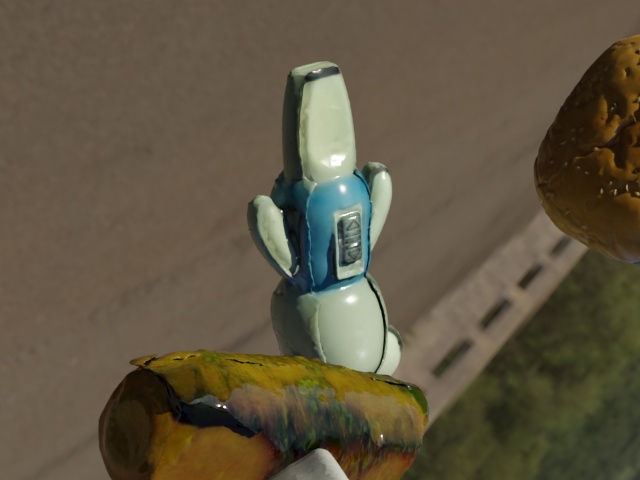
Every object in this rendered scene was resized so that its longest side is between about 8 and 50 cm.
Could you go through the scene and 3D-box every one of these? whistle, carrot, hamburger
[{"bbox_3d":[0.000,0.000,1.121,0.114,0.077,0.235,-18,114,-30],"label":"whistle"},{"bbox_3d":[-0.023,0.093,0.813,0.173,0.082,0.082,12,122,-43],"label":"carrot"},{"bbox_3d":[0.116,-0.032,0.603,0.044,0.076,0.083,25,89,-50],"label":"hamburger"}]

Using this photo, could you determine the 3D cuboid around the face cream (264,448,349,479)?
[{"bbox_3d":[-0.116,0.223,0.557,0.370,0.145,0.145,-31,168,-5],"label":"face cream"}]
